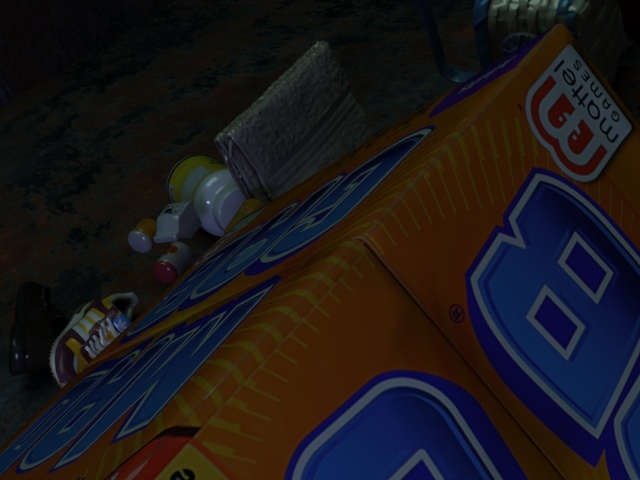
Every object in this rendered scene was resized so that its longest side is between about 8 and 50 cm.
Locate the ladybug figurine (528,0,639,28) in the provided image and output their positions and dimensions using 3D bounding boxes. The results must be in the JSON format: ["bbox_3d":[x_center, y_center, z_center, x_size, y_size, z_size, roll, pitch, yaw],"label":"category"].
[{"bbox_3d":[0.461,-0.431,1.526,0.305,0.162,0.449,-37,29,-19],"label":"ladybug figurine"}]

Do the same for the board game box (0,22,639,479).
[{"bbox_3d":[0.038,0.176,0.551,0.356,0.356,0.356,-46,11,-33],"label":"board game box"}]

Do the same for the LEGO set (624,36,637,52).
[{"bbox_3d":[0.423,-0.275,1.453,0.083,0.023,0.054,-4,36,13],"label":"LEGO set"}]

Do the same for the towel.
[{"bbox_3d":[-0.025,-0.148,1.432,0.049,0.187,0.282,-3,36,43],"label":"towel"}]

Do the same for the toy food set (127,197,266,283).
[{"bbox_3d":[-0.175,0.020,1.354,0.232,0.111,0.104,-5,35,30],"label":"toy food set"}]

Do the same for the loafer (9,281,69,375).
[{"bbox_3d":[-0.400,0.129,1.418,0.078,0.080,0.220,4,24,-13],"label":"loafer"}]

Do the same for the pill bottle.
[{"bbox_3d":[-0.155,-0.064,1.488,0.103,0.103,0.184,-36,30,-16],"label":"pill bottle"}]

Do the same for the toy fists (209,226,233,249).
[{"bbox_3d":[0.000,0.000,1.060,0.279,0.096,0.142,-32,31,-12],"label":"toy fists"}]

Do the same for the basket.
[{"bbox_3d":[0.265,-0.308,1.381,0.289,0.255,0.201,17,64,37],"label":"basket"}]

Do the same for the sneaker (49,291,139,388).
[{"bbox_3d":[-0.297,0.130,1.320,0.083,0.070,0.185,-23,29,18],"label":"sneaker"}]
